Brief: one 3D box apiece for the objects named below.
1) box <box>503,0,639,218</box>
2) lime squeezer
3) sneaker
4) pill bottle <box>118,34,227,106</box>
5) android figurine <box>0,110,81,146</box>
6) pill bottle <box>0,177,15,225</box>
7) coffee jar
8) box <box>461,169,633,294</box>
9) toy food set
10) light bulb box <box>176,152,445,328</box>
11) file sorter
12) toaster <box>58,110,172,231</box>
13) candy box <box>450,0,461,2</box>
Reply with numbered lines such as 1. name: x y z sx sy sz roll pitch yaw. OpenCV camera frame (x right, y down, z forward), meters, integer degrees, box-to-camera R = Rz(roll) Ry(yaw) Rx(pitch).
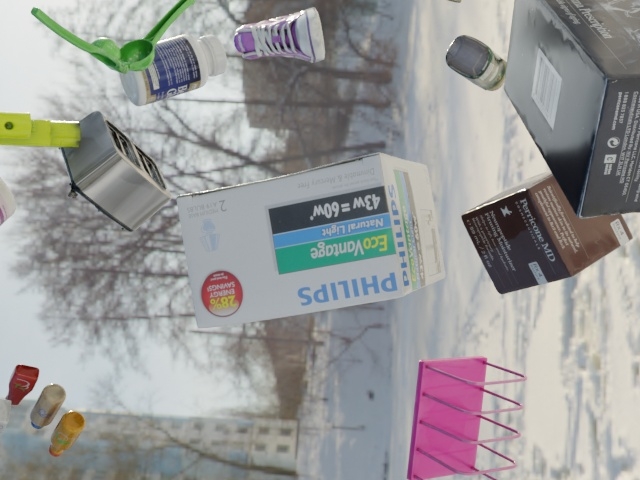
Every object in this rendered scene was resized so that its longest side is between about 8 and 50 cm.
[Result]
1. box: 0.426 -0.199 1.053 0.343 0.312 0.179 -99 7 -54
2. lime squeezer: -0.291 -0.295 1.257 0.310 0.059 0.110 -26 -31 -51
3. sneaker: -0.085 -0.391 1.692 0.282 0.161 0.102 -137 35 -73
4. pill bottle: -0.248 -0.294 1.454 0.094 0.169 0.094 45 147 39
5. android figurine: -0.534 -0.178 1.387 0.248 0.272 0.056 -166 78 -67
6. pill bottle: -0.739 -0.017 1.616 0.301 0.169 0.169 -53 -23 -32
7. coffee jar: 0.336 -0.372 1.815 0.079 0.096 0.184 -61 -21 12
8. box: 0.392 -0.025 1.508 0.168 0.167 0.203 63 153 0
9. toy food set: -0.505 0.271 1.380 0.104 0.232 0.111 -52 33 37
10. light bulb box: 0.000 0.000 1.480 0.361 0.358 0.225 -5 -95 -72
11. file sorter: 0.349 0.437 1.999 0.182 0.202 0.291 14 101 56
12. toaster: -0.369 -0.119 1.532 0.168 0.110 0.186 44 -169 -46
13. candy box: 0.231 -0.488 1.360 0.187 0.053 0.109 96 -161 -47
